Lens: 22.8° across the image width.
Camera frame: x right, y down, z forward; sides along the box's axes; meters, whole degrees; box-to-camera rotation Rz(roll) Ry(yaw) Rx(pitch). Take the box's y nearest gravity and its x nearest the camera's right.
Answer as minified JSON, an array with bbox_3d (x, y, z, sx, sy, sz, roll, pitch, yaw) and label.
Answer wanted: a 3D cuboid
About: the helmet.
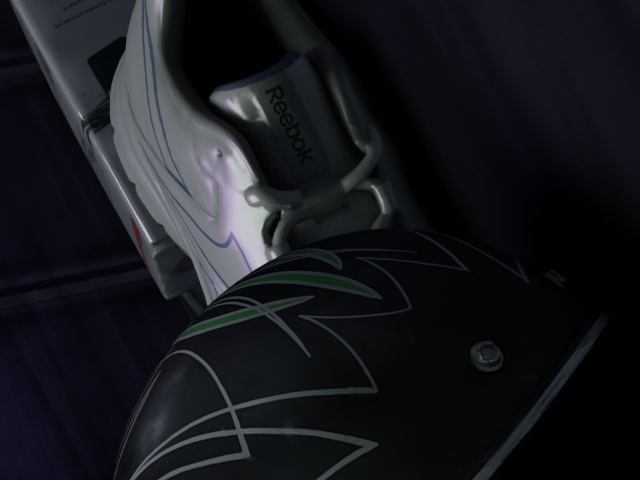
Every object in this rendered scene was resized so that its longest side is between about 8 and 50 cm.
[{"bbox_3d":[0.020,0.077,0.458,0.161,0.169,0.169,57,173,-18],"label":"helmet"}]

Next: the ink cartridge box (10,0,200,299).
[{"bbox_3d":[-0.114,-0.082,1.013,0.208,0.087,0.153,61,171,10],"label":"ink cartridge box"}]

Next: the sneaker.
[{"bbox_3d":[-0.005,0.006,0.598,0.297,0.111,0.129,57,165,22],"label":"sneaker"}]
